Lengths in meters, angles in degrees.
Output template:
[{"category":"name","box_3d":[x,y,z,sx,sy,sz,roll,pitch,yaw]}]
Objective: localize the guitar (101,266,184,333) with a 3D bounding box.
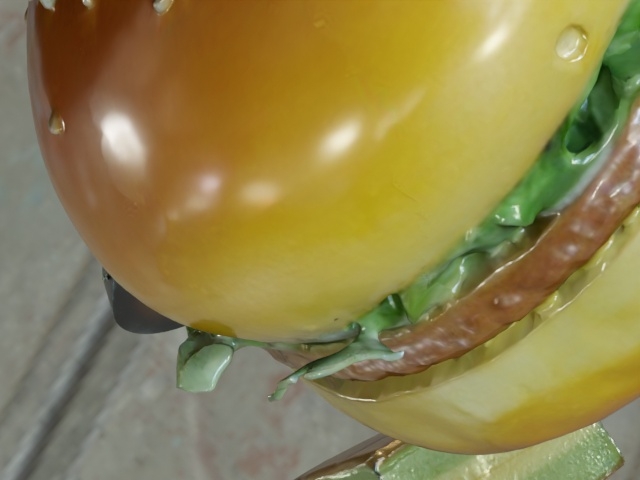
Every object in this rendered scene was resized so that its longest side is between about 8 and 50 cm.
[{"category":"guitar","box_3d":[0.000,0.000,1.012,0.233,0.088,0.025,-11,55,-15]}]

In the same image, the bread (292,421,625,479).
[{"category":"bread","box_3d":[0.065,0.112,0.921,0.139,0.074,0.084,-28,0,-35]}]

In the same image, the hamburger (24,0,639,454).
[{"category":"hamburger","box_3d":[0.014,-0.070,0.505,0.246,0.170,0.246,-35,40,36]}]
